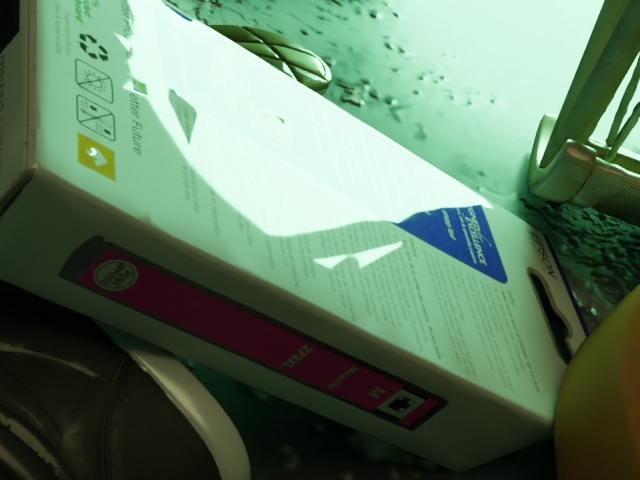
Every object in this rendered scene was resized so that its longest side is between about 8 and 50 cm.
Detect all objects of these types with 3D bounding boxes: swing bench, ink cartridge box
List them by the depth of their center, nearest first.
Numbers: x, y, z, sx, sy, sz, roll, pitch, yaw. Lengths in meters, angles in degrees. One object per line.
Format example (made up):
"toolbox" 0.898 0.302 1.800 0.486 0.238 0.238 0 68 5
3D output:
"ink cartridge box" 0.000 0.000 0.627 0.371 0.069 0.176 26 34 -33
"swing bench" 0.277 -0.078 0.728 0.253 0.255 0.165 20 36 1

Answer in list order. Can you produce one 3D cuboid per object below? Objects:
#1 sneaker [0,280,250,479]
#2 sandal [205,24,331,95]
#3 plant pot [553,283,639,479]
"sneaker" -0.181 0.049 0.533 0.295 0.105 0.147 38 39 14
"sandal" -0.084 -0.092 0.775 0.180 0.049 0.072 -7 40 -7
"plant pot" 0.277 0.078 0.560 0.290 0.203 0.291 13 45 -13
